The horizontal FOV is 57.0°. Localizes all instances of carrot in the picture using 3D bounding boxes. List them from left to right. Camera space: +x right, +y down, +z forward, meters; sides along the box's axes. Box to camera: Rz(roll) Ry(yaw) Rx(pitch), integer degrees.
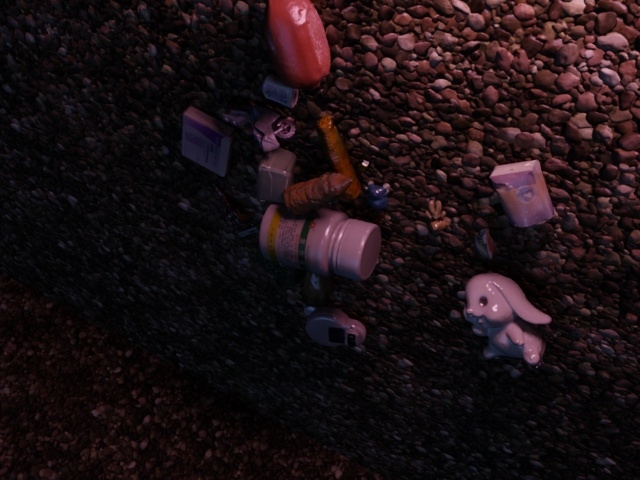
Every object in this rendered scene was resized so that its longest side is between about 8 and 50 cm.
[{"bbox_3d":[0.001,-0.139,1.656,0.102,0.102,0.263,48,144,-20],"label":"carrot"},{"bbox_3d":[0.049,-0.228,1.640,0.070,0.070,0.260,4,135,33],"label":"carrot"}]

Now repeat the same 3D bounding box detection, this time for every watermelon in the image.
[{"bbox_3d":[0.463,0.004,1.633,0.061,0.085,0.085,-3,149,-19],"label":"watermelon"}]

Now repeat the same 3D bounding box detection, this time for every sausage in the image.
[{"bbox_3d":[-0.059,-0.469,1.385,0.148,0.148,0.255,8,137,29],"label":"sausage"}]

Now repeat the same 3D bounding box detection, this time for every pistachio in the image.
[{"bbox_3d":[-0.009,0.142,2.088,0.108,0.126,0.186,-10,139,-10],"label":"pistachio"}]

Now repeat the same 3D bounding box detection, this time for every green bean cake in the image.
[{"bbox_3d":[-0.140,0.059,2.086,0.185,0.094,0.183,34,147,18],"label":"green bean cake"}]

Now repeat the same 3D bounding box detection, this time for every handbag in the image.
[{"bbox_3d":[0.496,-0.105,1.434,0.117,0.095,0.173,-4,128,44],"label":"handbag"}]

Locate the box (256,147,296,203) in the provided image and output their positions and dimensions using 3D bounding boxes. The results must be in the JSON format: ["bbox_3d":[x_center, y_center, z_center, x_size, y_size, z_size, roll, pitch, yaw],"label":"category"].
[{"bbox_3d":[-0.130,-0.196,1.777,0.092,0.124,0.172,16,143,5],"label":"box"}]

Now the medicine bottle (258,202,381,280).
[{"bbox_3d":[0.000,0.000,1.823,0.339,0.208,0.208,15,140,23],"label":"medicine bottle"}]

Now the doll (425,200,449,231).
[{"bbox_3d":[0.327,-0.070,1.656,0.061,0.051,0.093,4,106,34],"label":"doll"}]

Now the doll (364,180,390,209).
[{"bbox_3d":[0.160,-0.128,1.694,0.076,0.050,0.083,17,143,27],"label":"doll"}]

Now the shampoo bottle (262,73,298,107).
[{"bbox_3d":[-0.111,-0.403,1.580,0.099,0.043,0.072,24,142,13],"label":"shampoo bottle"}]

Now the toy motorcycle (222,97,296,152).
[{"bbox_3d":[-0.180,-0.320,1.661,0.215,0.123,0.080,26,159,9],"label":"toy motorcycle"}]

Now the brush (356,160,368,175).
[{"bbox_3d":[0.118,-0.203,1.661,0.018,0.021,0.083,30,161,0],"label":"brush"}]

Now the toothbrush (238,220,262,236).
[{"bbox_3d":[-0.207,-0.056,2.069,0.030,0.030,0.304,46,144,-18],"label":"toothbrush"}]

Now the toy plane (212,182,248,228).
[{"bbox_3d":[-0.326,-0.114,2.056,0.188,0.062,0.135,46,168,-13],"label":"toy plane"}]

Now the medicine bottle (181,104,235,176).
[{"bbox_3d":[-0.354,-0.312,1.861,0.171,0.052,0.201,29,145,4],"label":"medicine bottle"}]

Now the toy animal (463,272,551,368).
[{"bbox_3d":[0.543,0.224,1.716,0.249,0.174,0.289,15,143,41],"label":"toy animal"}]

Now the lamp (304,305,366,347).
[{"bbox_3d":[0.058,0.323,2.237,0.245,0.108,0.180,12,136,15],"label":"lamp"}]
